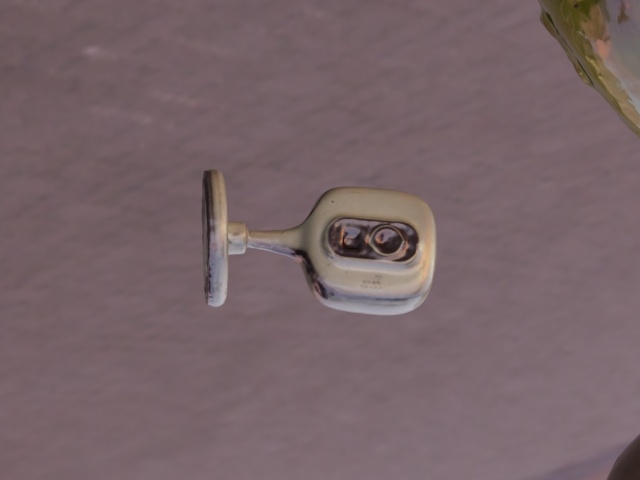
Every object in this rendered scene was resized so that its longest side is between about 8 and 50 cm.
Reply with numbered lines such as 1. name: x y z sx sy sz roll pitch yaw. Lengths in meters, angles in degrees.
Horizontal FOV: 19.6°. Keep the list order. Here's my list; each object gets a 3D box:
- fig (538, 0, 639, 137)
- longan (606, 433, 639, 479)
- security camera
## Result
1. fig: 0.292 -0.223 1.270 0.316 0.316 0.316 -14 165 -4
2. longan: 0.263 0.207 1.092 0.248 0.248 0.248 -14 165 -4
3. security camera: 0.000 0.000 0.724 0.092 0.058 0.058 -1 164 -4
